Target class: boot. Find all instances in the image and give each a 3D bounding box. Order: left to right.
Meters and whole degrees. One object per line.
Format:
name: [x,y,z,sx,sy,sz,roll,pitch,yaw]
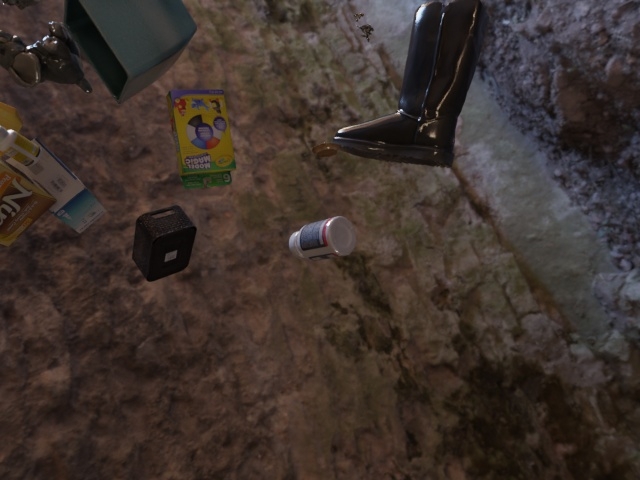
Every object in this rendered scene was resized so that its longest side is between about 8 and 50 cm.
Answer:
boot: [0.245,-0.450,1.376,0.146,0.368,0.444,5,-83,-66]

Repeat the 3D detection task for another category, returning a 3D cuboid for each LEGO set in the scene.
LEGO set: [0.117,-0.567,1.276,0.083,0.054,0.023,57,148,-3]

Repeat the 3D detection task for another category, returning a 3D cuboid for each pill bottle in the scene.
pill bottle: [-0.808,-0.251,1.280,0.116,0.065,0.065,45,-162,-52]
pill bottle: [0.000,0.000,1.337,0.108,0.180,0.107,10,-105,-42]

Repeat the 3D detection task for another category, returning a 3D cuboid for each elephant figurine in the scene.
elephant figurine: [-0.791,-0.493,1.320,0.169,0.240,0.185,99,153,-78]

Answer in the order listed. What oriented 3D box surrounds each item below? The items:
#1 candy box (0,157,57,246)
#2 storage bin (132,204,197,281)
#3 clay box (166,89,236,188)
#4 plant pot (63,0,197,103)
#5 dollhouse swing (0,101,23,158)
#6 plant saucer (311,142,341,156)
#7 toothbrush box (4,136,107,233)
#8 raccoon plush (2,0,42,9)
candy box: [-0.833,-0.116,1.202,0.088,0.183,0.316,40,169,13]
storage bin: [-0.402,0.009,1.241,0.084,0.122,0.180,48,136,22]
clay box: [-0.276,-0.237,1.135,0.053,0.128,0.221,-7,93,61]
plant pot: [-0.478,-0.550,1.266,0.247,0.252,0.248,58,155,-15]
dollhouse swing: [-1.215,-0.488,1.622,0.305,0.347,0.314,5,-120,-50]
plant saucer: [0.017,-0.251,1.358,0.083,0.084,0.015,42,-139,-78]
toothbrush box: [-0.830,-0.162,1.540,0.216,0.126,0.295,45,163,0]
raccoon plush: [-1.000,-0.928,1.480,0.447,0.299,0.216,35,-167,-2]
